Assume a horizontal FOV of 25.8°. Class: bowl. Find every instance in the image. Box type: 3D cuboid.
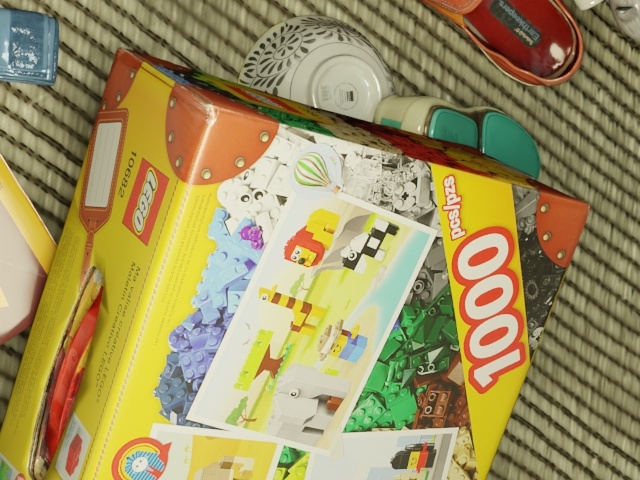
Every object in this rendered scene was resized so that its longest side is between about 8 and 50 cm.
[{"bbox_3d":[0.011,-0.139,1.354,0.170,0.080,0.170,0,90,-23],"label":"bowl"}]

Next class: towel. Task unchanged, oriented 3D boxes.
[{"bbox_3d":[-0.295,-0.177,1.252,0.119,0.029,0.067,4,89,-23],"label":"towel"}]

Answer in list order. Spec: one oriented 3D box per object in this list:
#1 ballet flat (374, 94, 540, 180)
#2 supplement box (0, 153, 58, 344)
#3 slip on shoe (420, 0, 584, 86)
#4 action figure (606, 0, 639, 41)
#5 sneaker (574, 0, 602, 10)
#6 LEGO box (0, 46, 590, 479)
[{"bbox_3d":[0.135,-0.098,1.395,0.248,0.086,0.086,16,84,-55],"label":"ballet flat"},{"bbox_3d":[-0.342,0.012,1.181,0.194,0.129,0.191,-34,103,-19],"label":"supplement box"},{"bbox_3d":[0.141,-0.269,1.384,0.331,0.101,0.123,39,97,-19],"label":"slip on shoe"},{"bbox_3d":[0.437,-0.276,1.354,0.330,0.341,0.179,-13,55,10],"label":"action figure"},{"bbox_3d":[0.233,-0.353,1.416,0.322,0.130,0.236,-7,89,-28],"label":"sneaker"},{"bbox_3d":[-0.047,0.136,1.174,0.372,0.193,0.500,11,104,-32],"label":"LEGO box"}]
